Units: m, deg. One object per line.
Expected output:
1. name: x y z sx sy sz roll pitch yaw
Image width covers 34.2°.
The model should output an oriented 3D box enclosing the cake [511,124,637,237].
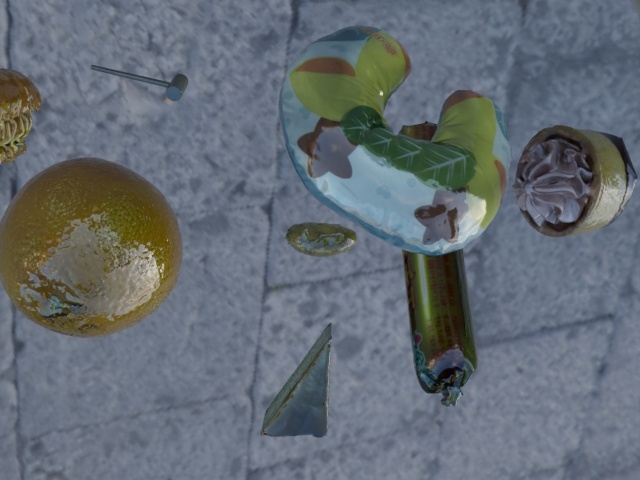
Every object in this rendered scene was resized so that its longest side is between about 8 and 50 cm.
1. cake: 0.412 -0.109 1.786 0.178 0.185 0.207 9 119 -44

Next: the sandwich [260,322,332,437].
1. sandwich: -0.026 0.153 1.158 0.074 0.074 0.116 2 100 0

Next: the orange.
1. orange: -0.337 0.013 1.526 0.274 0.274 0.274 -15 126 -22

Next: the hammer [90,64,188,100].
1. hammer: -0.208 -0.186 1.184 0.110 0.035 0.019 14 124 -2

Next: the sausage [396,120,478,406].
1. sausage: 0.127 0.025 1.166 0.082 0.371 0.082 -1 141 0

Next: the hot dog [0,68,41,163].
1. hot dog: -0.232 -0.074 0.673 0.045 0.165 0.071 29 106 1

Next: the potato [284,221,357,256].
1. potato: 0.000 0.000 1.305 0.092 0.046 0.045 6 152 -1

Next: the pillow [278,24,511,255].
1. pillow: 0.069 -0.094 0.945 0.233 0.214 0.086 31 142 -10

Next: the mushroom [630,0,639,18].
1. mushroom: 0.406 -0.329 1.140 0.298 0.290 0.297 4 84 -40
